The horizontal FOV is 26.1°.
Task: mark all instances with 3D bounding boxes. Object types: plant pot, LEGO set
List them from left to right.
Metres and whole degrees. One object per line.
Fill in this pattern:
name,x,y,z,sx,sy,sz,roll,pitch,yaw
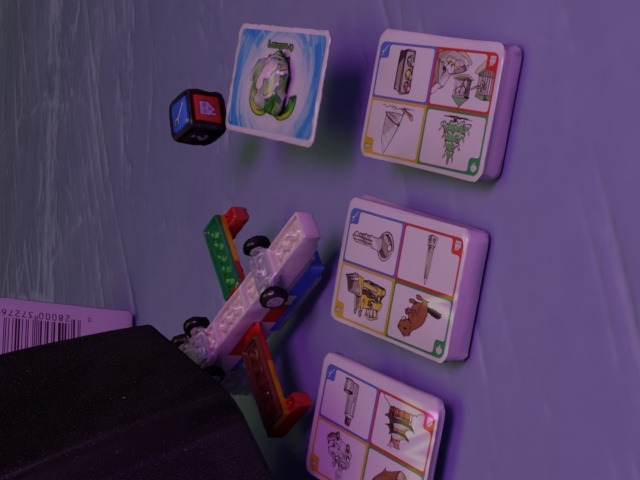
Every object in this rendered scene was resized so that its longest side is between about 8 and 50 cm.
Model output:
plant pot,-0.100,0.139,0.566,0.188,0.167,0.187,23,139,65
LEGO set,0.000,0.000,0.598,0.244,0.060,0.182,17,100,55

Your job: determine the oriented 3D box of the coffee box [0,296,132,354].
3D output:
coffee box,-0.199,0.204,0.887,0.168,0.119,0.297,141,132,-57
